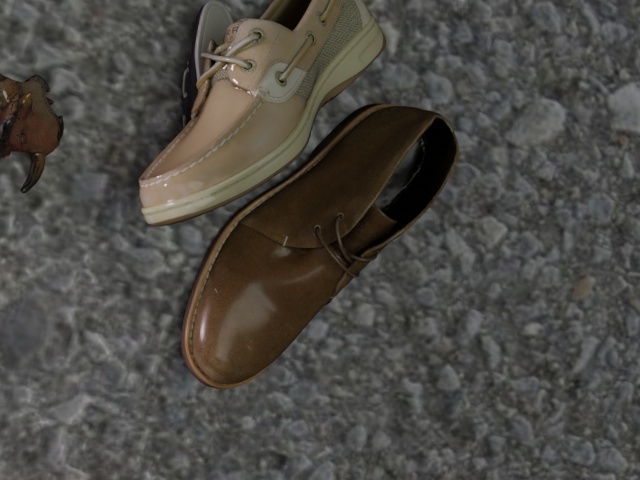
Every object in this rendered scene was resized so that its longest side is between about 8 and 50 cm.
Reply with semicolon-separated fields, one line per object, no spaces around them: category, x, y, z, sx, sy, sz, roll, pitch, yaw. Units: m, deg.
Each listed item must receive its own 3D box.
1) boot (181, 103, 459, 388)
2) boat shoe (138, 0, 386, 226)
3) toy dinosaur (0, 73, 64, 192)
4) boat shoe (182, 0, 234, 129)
boot;0.000;0.000;0.914;0.112;0.115;0.305;45;76;-23
boat shoe;-0.053;-0.122;0.843;0.302;0.109;0.098;-50;121;-39
toy dinosaur;-0.327;-0.095;0.747;0.296;0.127;0.200;-18;108;-18
boat shoe;-0.094;-0.134;0.900;0.046;0.038;0.125;-10;100;-46
